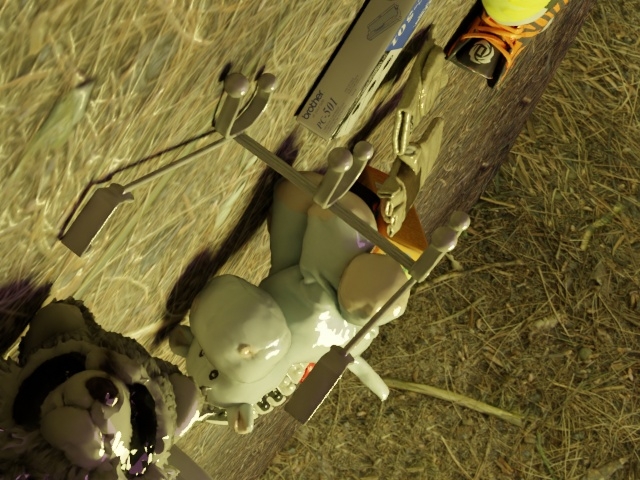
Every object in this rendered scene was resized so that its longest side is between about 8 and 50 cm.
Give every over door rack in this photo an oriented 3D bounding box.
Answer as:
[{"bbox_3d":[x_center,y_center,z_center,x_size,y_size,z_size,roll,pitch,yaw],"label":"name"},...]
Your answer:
[{"bbox_3d":[-0.020,-0.020,1.322,0.108,0.239,0.324,-58,173,32],"label":"over door rack"}]

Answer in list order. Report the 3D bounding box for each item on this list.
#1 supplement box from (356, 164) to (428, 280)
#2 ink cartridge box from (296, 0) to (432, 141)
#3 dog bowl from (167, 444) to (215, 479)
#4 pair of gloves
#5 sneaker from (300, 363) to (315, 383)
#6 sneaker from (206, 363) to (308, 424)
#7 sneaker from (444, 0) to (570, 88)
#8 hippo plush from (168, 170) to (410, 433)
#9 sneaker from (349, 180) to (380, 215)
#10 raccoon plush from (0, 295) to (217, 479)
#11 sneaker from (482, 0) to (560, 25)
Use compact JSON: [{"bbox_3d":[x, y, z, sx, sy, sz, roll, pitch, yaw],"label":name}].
[{"bbox_3d":[0.088,-0.016,2.225,0.078,0.080,0.233,-57,-158,20],"label":"supplement box"},{"bbox_3d":[0.055,-0.206,1.705,0.207,0.046,0.097,-57,173,15],"label":"ink cartridge box"},{"bbox_3d":[-0.176,0.260,1.469,0.104,0.265,0.265,-49,170,-24],"label":"dog bowl"},{"bbox_3d":[0.119,-0.139,2.097,0.240,0.042,0.204,92,19,-45],"label":"pair of gloves"},{"bbox_3d":[-0.043,0.168,2.398,0.107,0.118,0.279,-58,172,15],"label":"sneaker"},{"bbox_3d":[-0.068,0.143,2.225,0.292,0.110,0.118,-39,-148,-16],"label":"sneaker"},{"bbox_3d":[0.277,-0.316,2.276,0.180,0.124,0.321,-53,172,-19],"label":"sneaker"},{"bbox_3d":[-0.060,0.072,1.813,0.236,0.234,0.294,-24,155,-19],"label":"hippo plush"},{"bbox_3d":[0.001,0.001,2.077,0.145,0.090,0.270,-59,174,11],"label":"sneaker"},{"bbox_3d":[-0.283,0.230,1.292,0.446,0.216,0.299,-27,-153,42],"label":"raccoon plush"},{"bbox_3d":[0.234,-0.376,1.858,0.147,0.145,0.385,-29,160,-21],"label":"sneaker"}]
